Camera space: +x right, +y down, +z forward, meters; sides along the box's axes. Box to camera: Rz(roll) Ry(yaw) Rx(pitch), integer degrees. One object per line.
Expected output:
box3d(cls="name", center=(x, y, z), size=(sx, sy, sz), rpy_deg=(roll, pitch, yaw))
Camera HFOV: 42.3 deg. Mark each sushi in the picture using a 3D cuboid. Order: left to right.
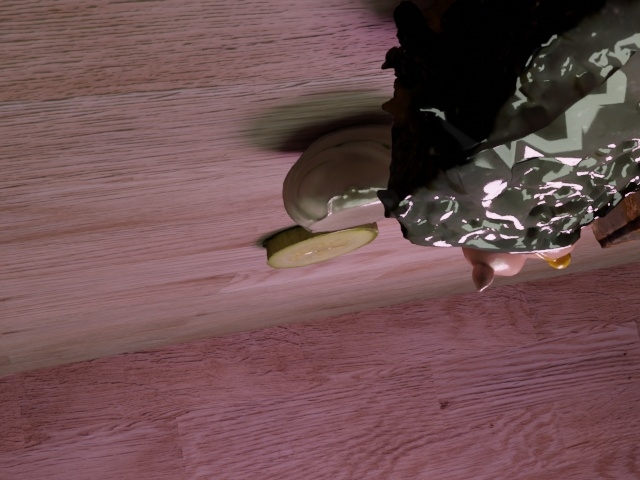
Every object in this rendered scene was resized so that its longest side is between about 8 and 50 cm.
box3d(cls="sushi", center=(0.160, -0.130, 0.643), size=(0.234, 0.207, 0.348), rpy_deg=(11, 151, -22))

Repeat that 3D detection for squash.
box3d(cls="squash", center=(0.001, 0.005, 1.545), size=(0.219, 0.041, 0.219), rpy_deg=(-12, 169, -2))

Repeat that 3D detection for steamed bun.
box3d(cls="steamed bun", center=(0.040, -0.078, 1.004), size=(0.183, 0.106, 0.183), rpy_deg=(-13, 173, -2))

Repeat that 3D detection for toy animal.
box3d(cls="toy animal", center=(0.393, -0.014, 1.589), size=(0.248, 0.165, 0.149), rpy_deg=(-21, 163, 10))

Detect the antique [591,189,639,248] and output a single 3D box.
box3d(cls="antique", center=(0.619, -0.079, 1.579), size=(0.150, 0.125, 0.284), rpy_deg=(-14, 169, 2))
